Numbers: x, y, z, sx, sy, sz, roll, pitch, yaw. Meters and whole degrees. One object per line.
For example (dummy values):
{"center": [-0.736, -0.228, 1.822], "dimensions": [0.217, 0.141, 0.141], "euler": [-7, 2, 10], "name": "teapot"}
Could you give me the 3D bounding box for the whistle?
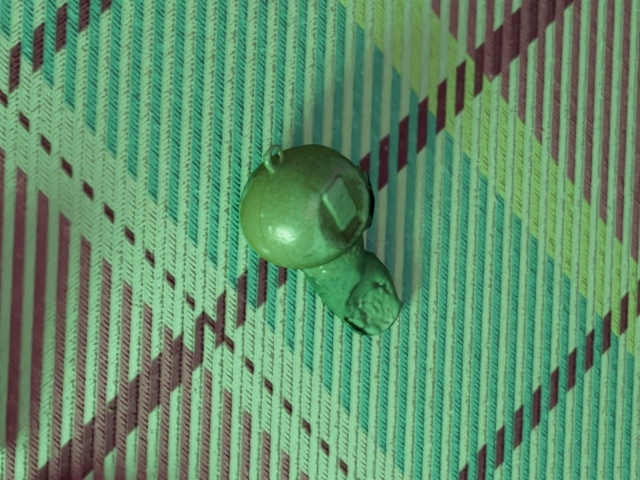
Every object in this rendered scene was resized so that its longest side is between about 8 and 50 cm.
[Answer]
{"center": [0.000, 0.000, 1.741], "dimensions": [0.189, 0.189, 0.347], "euler": [-41, 124, -14], "name": "whistle"}
